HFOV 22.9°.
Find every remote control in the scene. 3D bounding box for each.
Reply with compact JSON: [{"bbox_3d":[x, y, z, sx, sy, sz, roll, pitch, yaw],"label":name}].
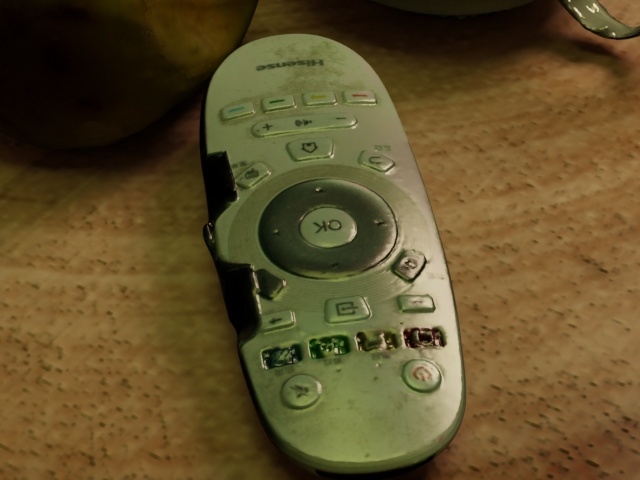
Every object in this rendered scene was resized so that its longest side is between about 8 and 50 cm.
[{"bbox_3d":[0.000,-0.001,0.663,0.097,0.045,0.256,-6,44,-4],"label":"remote control"}]

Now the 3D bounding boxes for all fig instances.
[{"bbox_3d":[-0.101,-0.120,0.747,0.166,0.144,0.154,-20,6,-30],"label":"fig"}]

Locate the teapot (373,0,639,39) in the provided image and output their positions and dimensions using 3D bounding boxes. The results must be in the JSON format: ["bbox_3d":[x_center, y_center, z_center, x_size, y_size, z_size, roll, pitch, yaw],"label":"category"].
[{"bbox_3d":[0.070,-0.190,0.819,0.193,0.129,0.294,-33,51,-30],"label":"teapot"}]
